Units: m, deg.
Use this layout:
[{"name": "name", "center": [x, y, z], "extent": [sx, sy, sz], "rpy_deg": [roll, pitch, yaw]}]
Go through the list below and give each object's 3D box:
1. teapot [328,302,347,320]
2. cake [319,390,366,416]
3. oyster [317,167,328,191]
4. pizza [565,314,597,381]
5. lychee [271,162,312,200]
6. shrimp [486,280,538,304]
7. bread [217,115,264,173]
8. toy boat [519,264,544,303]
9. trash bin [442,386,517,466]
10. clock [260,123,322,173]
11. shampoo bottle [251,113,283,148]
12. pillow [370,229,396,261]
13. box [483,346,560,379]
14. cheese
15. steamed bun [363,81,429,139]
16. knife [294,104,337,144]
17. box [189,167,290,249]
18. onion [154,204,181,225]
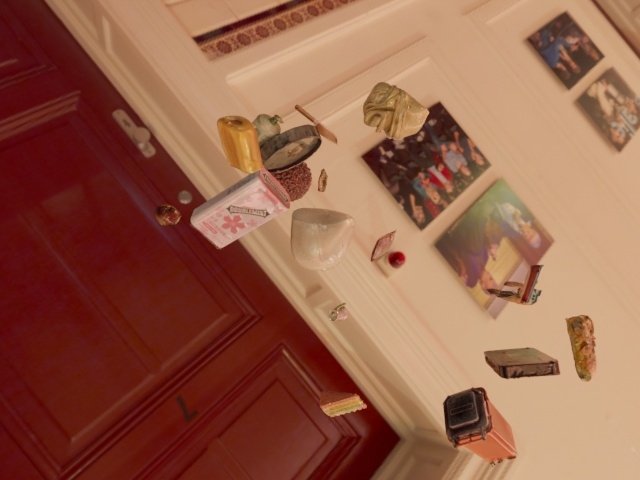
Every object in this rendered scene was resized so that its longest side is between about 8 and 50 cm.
[{"name": "teapot", "center": [0.071, 0.284, 1.673], "extent": [0.064, 0.064, 0.083], "rpy_deg": [-4, 125, -47]}, {"name": "cake", "center": [0.100, 0.778, 1.992], "extent": [0.225, 0.109, 0.090], "rpy_deg": [-15, -146, 40]}, {"name": "oyster", "center": [0.010, -0.309, 2.170], "extent": [0.029, 0.086, 0.132], "rpy_deg": [-2, -141, 28]}, {"name": "pizza", "center": [0.855, 0.319, 1.371], "extent": [0.058, 0.197, 0.292], "rpy_deg": [-18, -158, 39]}, {"name": "lychee", "center": [-0.189, -0.339, 2.232], "extent": [0.264, 0.300, 0.264], "rpy_deg": [-40, 156, -22]}, {"name": "shrimp", "center": [0.935, 0.249, 2.070], "extent": [0.251, 0.144, 0.052], "rpy_deg": [3, -141, 41]}, {"name": "bread", "center": [-0.239, -0.296, 1.281], "extent": [0.085, 0.134, 0.173], "rpy_deg": [-39, 143, -30]}, {"name": "toy boat", "center": [0.833, 0.171, 1.646], "extent": [0.069, 0.058, 0.173], "rpy_deg": [50, 59, -73]}, {"name": "trash bin", "center": [0.524, 0.620, 1.367], "extent": [0.161, 0.238, 0.184], "rpy_deg": [-34, -157, 29]}, {"name": "clock", "center": [-0.135, -0.398, 1.864], "extent": [0.312, 0.061, 0.312], "rpy_deg": [-27, 173, -4]}, {"name": "shampoo bottle", "center": [-0.247, -0.457, 1.760], "extent": [0.234, 0.118, 0.087], "rpy_deg": [-24, -133, 42]}, {"name": "pillow", "center": [0.258, 0.019, 1.749], "extent": [0.185, 0.043, 0.118], "rpy_deg": [-15, 129, -58]}, {"name": "box", "center": [0.782, 0.479, 1.666], "extent": [0.211, 0.058, 0.350], "rpy_deg": [-6, 174, 10]}, {"name": "cheese", "center": [0.000, 0.000, 1.289], "extent": [0.154, 0.198, 0.189], "rpy_deg": [-48, 146, -77]}, {"name": "steamed bun", "center": [0.327, -0.570, 1.936], "extent": [0.203, 0.289, 0.276], "rpy_deg": [-52, 172, 5]}, {"name": "knife", "center": [-0.016, -0.518, 1.896], "extent": [0.046, 0.256, 0.022], "rpy_deg": [-47, -162, 21]}, {"name": "box", "center": [-0.318, -0.120, 1.644], "extent": [0.369, 0.190, 0.112], "rpy_deg": [-26, -144, 22]}, {"name": "onion", "center": [-0.756, -0.128, 2.071], "extent": [0.117, 0.119, 0.118], "rpy_deg": [-17, -167, 34]}]
